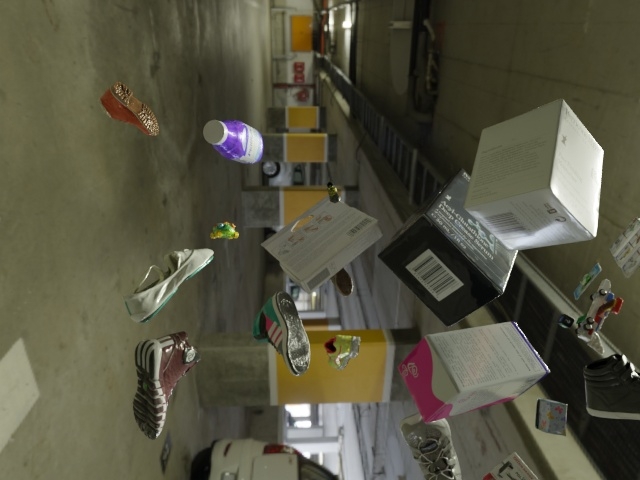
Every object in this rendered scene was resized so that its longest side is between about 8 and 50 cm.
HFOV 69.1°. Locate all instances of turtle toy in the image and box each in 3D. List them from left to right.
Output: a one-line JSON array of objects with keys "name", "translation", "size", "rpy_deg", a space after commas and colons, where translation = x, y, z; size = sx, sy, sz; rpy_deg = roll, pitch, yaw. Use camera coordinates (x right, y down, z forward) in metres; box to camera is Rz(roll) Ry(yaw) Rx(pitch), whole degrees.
[{"name": "turtle toy", "translation": [-0.389, -0.040, 1.851], "size": [0.130, 0.095, 0.066], "rpy_deg": [-7, -98, 54]}]

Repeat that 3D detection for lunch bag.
[{"name": "lunch bag", "translation": [0.512, 0.395, 1.044], "size": [0.083, 0.053, 0.071], "rpy_deg": [69, 30, -78]}]

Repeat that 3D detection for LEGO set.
[{"name": "LEGO set", "translation": [0.520, 0.086, 0.833], "size": [0.244, 0.060, 0.182], "rpy_deg": [-63, 166, 24]}]

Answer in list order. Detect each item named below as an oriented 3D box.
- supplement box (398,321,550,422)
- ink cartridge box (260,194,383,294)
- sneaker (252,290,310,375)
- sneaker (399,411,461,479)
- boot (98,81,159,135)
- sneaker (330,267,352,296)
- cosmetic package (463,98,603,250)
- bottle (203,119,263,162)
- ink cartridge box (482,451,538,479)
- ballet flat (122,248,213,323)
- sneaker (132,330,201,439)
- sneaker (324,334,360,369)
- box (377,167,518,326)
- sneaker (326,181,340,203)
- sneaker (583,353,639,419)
[{"name": "supplement box", "translation": [0.268, 0.229, 0.821], "size": [0.114, 0.220, 0.111], "rpy_deg": [64, -38, 36]}, {"name": "ink cartridge box", "translation": [0.000, 0.000, 1.435], "size": [0.261, 0.296, 0.066], "rpy_deg": [36, -22, 49]}, {"name": "sneaker", "translation": [-0.151, 0.347, 1.633], "size": [0.178, 0.123, 0.296], "rpy_deg": [-36, -120, 38]}, {"name": "sneaker", "translation": [0.270, 0.495, 1.054], "size": [0.281, 0.105, 0.115], "rpy_deg": [57, 11, -27]}, {"name": "boot", "translation": [-0.491, -0.324, 1.195], "size": [0.158, 0.084, 0.059], "rpy_deg": [49, 30, -35]}, {"name": "sneaker", "translation": [0.071, 0.145, 1.808], "size": [0.071, 0.066, 0.188], "rpy_deg": [105, -32, -54]}, {"name": "cosmetic package", "translation": [0.364, -0.104, 0.790], "size": [0.151, 0.151, 0.184], "rpy_deg": [-14, -131, 52]}, {"name": "bottle", "translation": [-0.263, -0.307, 1.424], "size": [0.283, 0.092, 0.118], "rpy_deg": [-6, 98, -76]}, {"name": "ink cartridge box", "translation": [0.593, 0.747, 1.453], "size": [0.099, 0.135, 0.056], "rpy_deg": [49, -3, 35]}, {"name": "ballet flat", "translation": [-0.536, 0.119, 1.650], "size": [0.400, 0.139, 0.139], "rpy_deg": [-51, 153, -43]}, {"name": "sneaker", "translation": [-0.364, 0.348, 1.145], "size": [0.162, 0.106, 0.281], "rpy_deg": [-19, 128, -50]}, {"name": "sneaker", "translation": [0.051, 0.341, 1.458], "size": [0.208, 0.094, 0.081], "rpy_deg": [117, -15, -53]}, {"name": "box", "translation": [0.404, 0.007, 1.394], "size": [0.212, 0.293, 0.395], "rpy_deg": [-47, 177, 40]}, {"name": "sneaker", "translation": [0.032, -0.133, 1.288], "size": [0.035, 0.031, 0.083], "rpy_deg": [59, 8, -37]}, {"name": "sneaker", "translation": [0.805, 0.358, 1.156], "size": [0.104, 0.295, 0.147], "rpy_deg": [-18, 90, -50]}]
